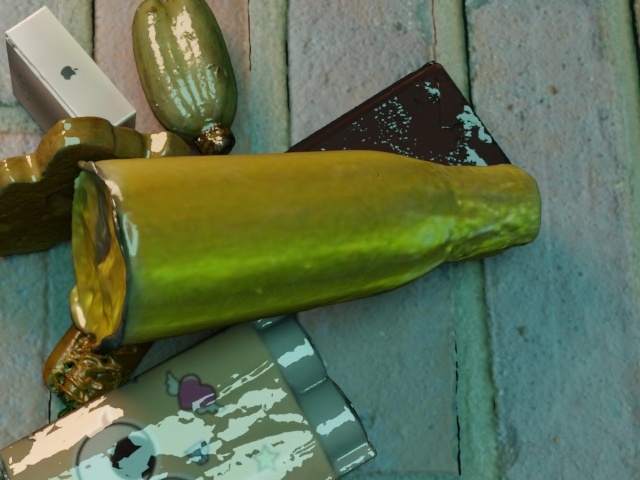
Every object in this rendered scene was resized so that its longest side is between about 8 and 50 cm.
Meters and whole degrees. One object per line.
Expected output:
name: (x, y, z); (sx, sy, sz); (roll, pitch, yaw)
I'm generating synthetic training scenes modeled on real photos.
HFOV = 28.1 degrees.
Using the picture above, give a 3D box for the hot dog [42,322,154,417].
hot dog: (-0.186, 0.079, 1.166); (0.072, 0.055, 0.188); (34, 71, 0)

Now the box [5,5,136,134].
box: (-0.231, -0.129, 1.179); (0.051, 0.130, 0.129); (-38, 83, -19)

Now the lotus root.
lotus root: (-0.127, -0.156, 1.232); (0.090, 0.077, 0.183); (-19, 74, -7)

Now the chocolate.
chocolate: (0.000, 0.000, 1.135); (0.445, 0.162, 0.162); (-6, 74, -28)

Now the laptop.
laptop: (0.075, -0.069, 1.269); (0.207, 0.026, 0.154); (-33, 83, -15)

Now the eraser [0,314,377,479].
eraser: (-0.117, 0.192, 1.125); (0.290, 0.087, 0.171); (-28, 76, -16)

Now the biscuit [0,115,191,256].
biscuit: (-0.228, -0.042, 1.136); (0.239, 0.212, 0.041); (-22, 71, 12)
